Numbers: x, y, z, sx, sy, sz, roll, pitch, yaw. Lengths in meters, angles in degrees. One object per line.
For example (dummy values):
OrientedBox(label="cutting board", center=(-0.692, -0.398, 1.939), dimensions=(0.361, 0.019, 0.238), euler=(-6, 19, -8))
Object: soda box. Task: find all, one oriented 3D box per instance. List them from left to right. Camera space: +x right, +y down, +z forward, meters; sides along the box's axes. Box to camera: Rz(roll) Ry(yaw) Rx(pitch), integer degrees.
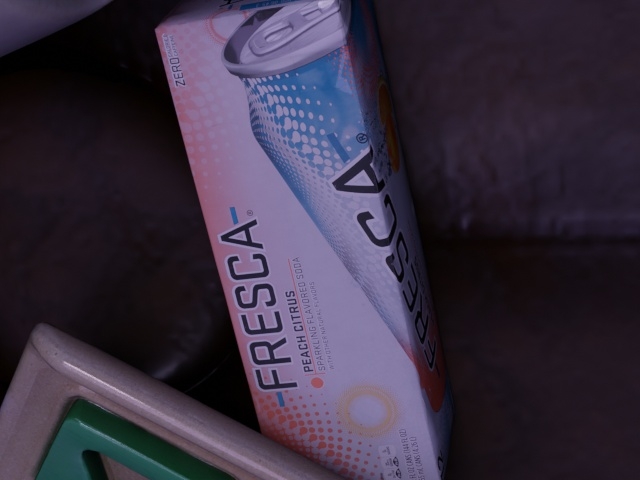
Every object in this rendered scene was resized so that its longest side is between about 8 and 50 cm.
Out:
OrientedBox(label="soda box", center=(0.000, 0.000, 0.512), dimensions=(0.063, 0.058, 0.183), euler=(-7, 114, 14))

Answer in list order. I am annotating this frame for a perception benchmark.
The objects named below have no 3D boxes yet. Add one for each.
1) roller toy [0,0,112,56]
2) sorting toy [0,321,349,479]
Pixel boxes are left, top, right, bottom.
OrientedBox(label="roller toy", center=(-0.097, -0.150, 0.387), dimensions=(0.146, 0.209, 0.191), euler=(-21, 132, 19))
OrientedBox(label="sorting toy", center=(-0.046, 0.127, 0.544), dimensions=(0.347, 0.047, 0.196), euler=(28, 142, -3))
